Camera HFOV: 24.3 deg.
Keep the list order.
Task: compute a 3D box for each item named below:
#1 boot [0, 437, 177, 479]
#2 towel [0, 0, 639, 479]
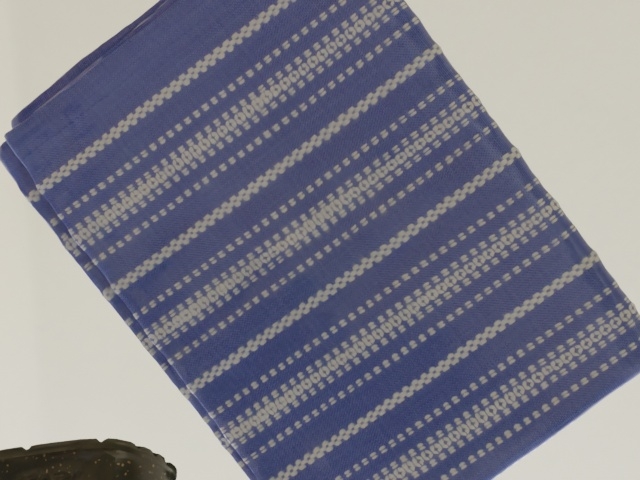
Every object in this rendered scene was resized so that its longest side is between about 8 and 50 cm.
[{"bbox_3d":[-0.168,0.174,0.590,0.246,0.161,0.083,-10,-27,13],"label":"boot"},{"bbox_3d":[0.000,0.000,0.855,0.243,0.040,0.336,-37,-89,10],"label":"towel"}]
